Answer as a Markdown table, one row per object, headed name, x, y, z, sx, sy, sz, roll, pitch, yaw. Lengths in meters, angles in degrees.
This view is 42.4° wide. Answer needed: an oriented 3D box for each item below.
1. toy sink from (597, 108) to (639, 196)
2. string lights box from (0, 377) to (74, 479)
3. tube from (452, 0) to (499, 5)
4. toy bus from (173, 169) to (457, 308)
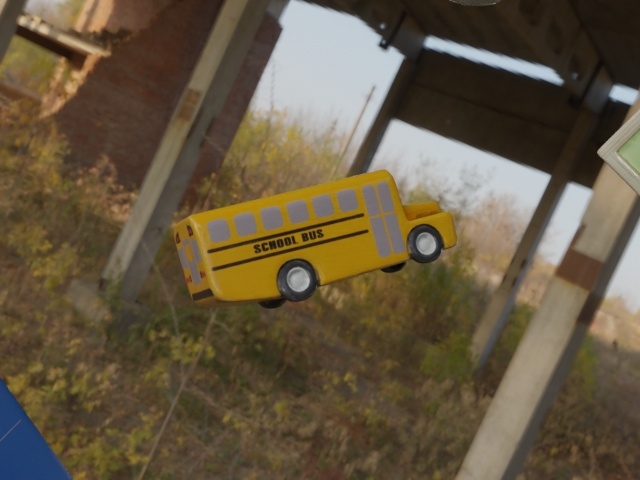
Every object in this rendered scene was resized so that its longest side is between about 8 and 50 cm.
| name | x | y | z | sx | sy | sz | roll | pitch | yaw |
| --- | --- | --- | --- | --- | --- | --- | --- | --- | --- |
| toy sink | 0.440 | -0.060 | 0.868 | 0.131 | 0.153 | 0.234 | 9 | 40 | -52 |
| string lights box | -0.197 | 0.137 | 0.419 | 0.260 | 0.076 | 0.133 | 57 | 9 | -7 |
| tube | 0.113 | -0.245 | 0.496 | 0.080 | 0.207 | 0.052 | 5 | -17 | 46 |
| toy bus | 0.000 | 0.000 | 1.021 | 0.332 | 0.130 | 0.108 | -15 | -3 | -24 |
